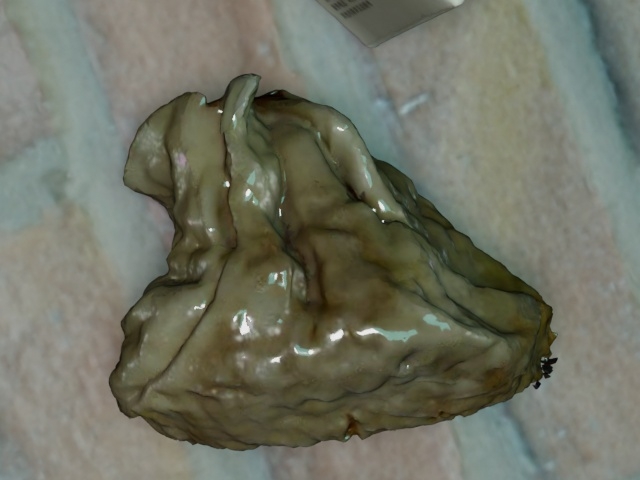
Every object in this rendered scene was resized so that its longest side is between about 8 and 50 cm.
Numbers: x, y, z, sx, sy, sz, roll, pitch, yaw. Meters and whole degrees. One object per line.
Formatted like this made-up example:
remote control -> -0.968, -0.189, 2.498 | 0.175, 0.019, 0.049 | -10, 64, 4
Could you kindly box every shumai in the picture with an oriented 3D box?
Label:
shumai -> -0.003, 0.001, 1.030 | 0.218, 0.184, 0.185 | -3, 106, 19

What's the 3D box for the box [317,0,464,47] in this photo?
box -> -0.011, -0.303, 1.080 | 0.341, 0.143, 0.225 | 41, 75, -10
